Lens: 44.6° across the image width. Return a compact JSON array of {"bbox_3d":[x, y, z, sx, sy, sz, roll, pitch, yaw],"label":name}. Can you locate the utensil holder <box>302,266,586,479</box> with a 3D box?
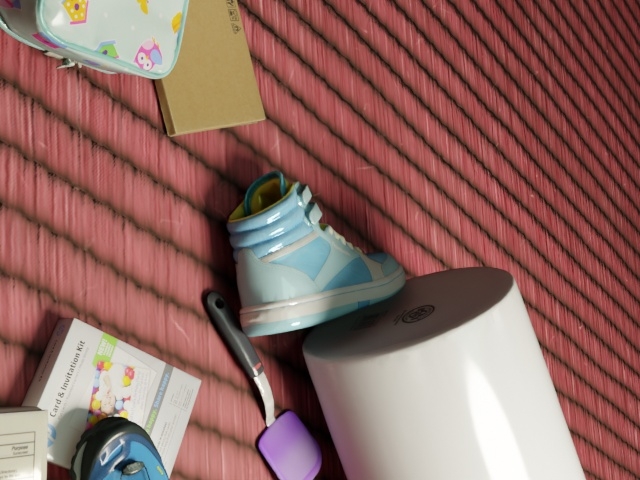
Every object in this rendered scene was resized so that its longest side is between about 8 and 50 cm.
[{"bbox_3d":[0.181,0.268,1.080,0.328,0.328,0.385,-30,104,-46],"label":"utensil holder"}]

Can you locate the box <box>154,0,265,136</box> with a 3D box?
[{"bbox_3d":[-0.157,-0.245,1.021,0.164,0.021,0.201,-19,98,-47],"label":"box"}]

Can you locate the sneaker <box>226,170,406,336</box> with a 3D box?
[{"bbox_3d":[0.000,0.000,1.078,0.319,0.127,0.208,-13,89,-54],"label":"sneaker"}]

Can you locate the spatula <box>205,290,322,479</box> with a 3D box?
[{"bbox_3d":[-0.078,0.195,1.027,0.084,0.030,0.296,-39,111,-44],"label":"spatula"}]

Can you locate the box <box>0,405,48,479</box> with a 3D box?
[{"bbox_3d":[-0.334,0.262,0.669,0.149,0.127,0.232,8,77,-46],"label":"box"}]

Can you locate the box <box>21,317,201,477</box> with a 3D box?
[{"bbox_3d":[-0.231,0.188,0.859,0.186,0.038,0.145,36,58,-36],"label":"box"}]

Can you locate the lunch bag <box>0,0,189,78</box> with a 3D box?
[{"bbox_3d":[-0.231,-0.318,0.845,0.224,0.108,0.279,9,94,-62],"label":"lunch bag"}]

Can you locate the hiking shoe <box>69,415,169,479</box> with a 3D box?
[{"bbox_3d":[-0.157,0.322,0.787,0.113,0.132,0.304,-18,93,-47],"label":"hiking shoe"}]
